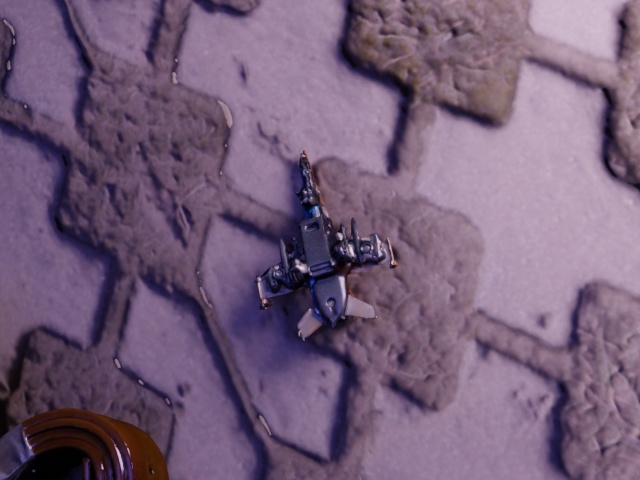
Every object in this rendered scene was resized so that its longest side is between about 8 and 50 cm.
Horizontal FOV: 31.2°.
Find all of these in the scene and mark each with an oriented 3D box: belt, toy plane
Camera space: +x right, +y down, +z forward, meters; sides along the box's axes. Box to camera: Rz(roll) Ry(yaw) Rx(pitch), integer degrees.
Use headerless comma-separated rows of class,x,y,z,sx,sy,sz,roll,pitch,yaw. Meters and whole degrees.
belt,-0.254,0.274,1.038,0.184,0.105,0.261,38,88,19
toy plane,-0.003,-0.004,1.065,0.135,0.062,0.188,-15,75,10
